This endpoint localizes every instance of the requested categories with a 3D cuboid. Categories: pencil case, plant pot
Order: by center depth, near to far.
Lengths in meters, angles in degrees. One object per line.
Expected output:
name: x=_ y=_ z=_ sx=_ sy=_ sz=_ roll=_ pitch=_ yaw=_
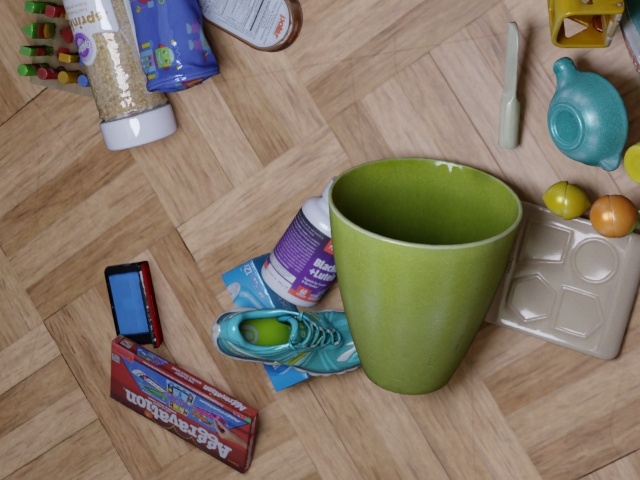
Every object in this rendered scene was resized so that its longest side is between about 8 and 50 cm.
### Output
plant pot: x=0.139 y=0.070 z=1.812 sx=0.275 sy=0.275 sz=0.293 roll=16 pitch=121 yaw=21
pencil case: x=-0.238 y=-0.382 z=1.930 sx=0.119 sy=0.133 sz=0.306 roll=-10 pitch=91 yaw=20

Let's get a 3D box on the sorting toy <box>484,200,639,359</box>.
sorting toy: x=0.357 y=0.056 z=1.821 sx=0.208 sy=0.038 sz=0.192 roll=16 pitch=105 yaw=16

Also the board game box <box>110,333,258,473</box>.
board game box: x=-0.234 y=0.275 z=2.087 sx=0.281 sy=0.027 sz=0.145 roll=26 pitch=135 yaw=18

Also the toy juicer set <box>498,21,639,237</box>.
toy juicer set: x=0.361 y=-0.141 z=1.750 sx=0.329 sy=0.090 sz=0.209 roll=49 pitch=141 yaw=32

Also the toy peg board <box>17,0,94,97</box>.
toy peg board: x=-0.428 y=-0.327 z=2.080 sx=0.161 sy=0.079 sz=0.161 roll=15 pitch=104 yaw=21

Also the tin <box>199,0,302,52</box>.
tin: x=-0.117 y=-0.368 z=1.961 sx=0.190 sy=0.040 sz=0.106 roll=31 pitch=113 yaw=16

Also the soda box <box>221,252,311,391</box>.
soda box: x=-0.077 y=0.131 z=2.001 sx=0.067 sy=0.071 sz=0.210 roll=-27 pitch=87 yaw=25

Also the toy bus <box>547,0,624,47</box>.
toy bus: x=0.346 y=-0.358 z=1.669 sx=0.105 sy=0.202 sz=0.190 roll=-1 pitch=111 yaw=-1

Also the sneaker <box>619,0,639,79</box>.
sneaker: x=0.507 y=-0.213 z=1.668 sx=0.121 sy=0.108 sz=0.302 roll=-29 pitch=74 yaw=10

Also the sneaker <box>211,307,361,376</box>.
sneaker: x=-0.029 y=0.151 z=1.903 sx=0.275 sy=0.110 sz=0.107 roll=2 pitch=78 yaw=-18

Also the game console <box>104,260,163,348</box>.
game console: x=-0.321 y=0.112 z=2.103 sx=0.085 sy=0.124 sz=0.144 roll=-11 pitch=94 yaw=-2

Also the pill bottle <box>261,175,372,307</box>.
pill bottle: x=0.000 y=0.000 z=1.926 sx=0.108 sy=0.108 sz=0.193 roll=39 pitch=112 yaw=14

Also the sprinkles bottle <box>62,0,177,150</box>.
sprinkles bottle: x=-0.335 y=-0.327 z=1.988 sx=0.121 sy=0.121 sz=0.355 roll=-10 pitch=103 yaw=25
